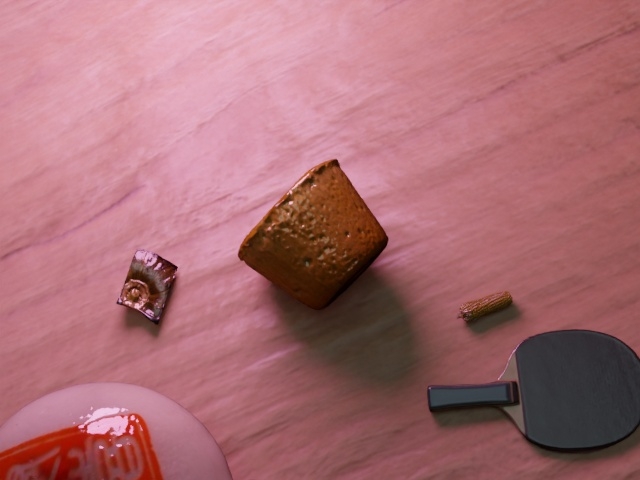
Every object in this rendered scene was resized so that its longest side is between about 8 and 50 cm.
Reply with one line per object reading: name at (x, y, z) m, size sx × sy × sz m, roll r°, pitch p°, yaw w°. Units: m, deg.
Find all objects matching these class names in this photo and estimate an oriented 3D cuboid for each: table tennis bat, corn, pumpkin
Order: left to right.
pumpkin at (-0.256, 0.070, 1.599) m, size 0.073 × 0.035 × 0.101 m, roll 20°, pitch 69°, yaw 2°
corn at (0.233, 0.094, 1.532) m, size 0.083 × 0.028 × 0.027 m, roll -20°, pitch 111°, yaw -1°
table tennis bat at (0.298, 0.210, 1.483) m, size 0.301 × 0.022 × 0.173 m, roll -5°, pitch 69°, yaw 4°

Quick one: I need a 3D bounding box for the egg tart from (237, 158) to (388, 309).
egg tart at (0.000, 0.000, 1.523) m, size 0.147 × 0.202 × 0.202 m, roll 44°, pitch 79°, yaw 5°

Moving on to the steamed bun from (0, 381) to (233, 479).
steamed bun at (-0.295, 0.357, 1.383) m, size 0.375 × 0.241 × 0.374 m, roll -1°, pitch 68°, yaw 3°
